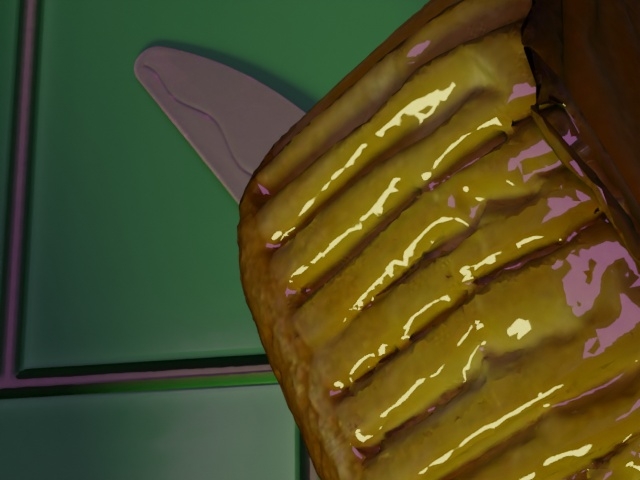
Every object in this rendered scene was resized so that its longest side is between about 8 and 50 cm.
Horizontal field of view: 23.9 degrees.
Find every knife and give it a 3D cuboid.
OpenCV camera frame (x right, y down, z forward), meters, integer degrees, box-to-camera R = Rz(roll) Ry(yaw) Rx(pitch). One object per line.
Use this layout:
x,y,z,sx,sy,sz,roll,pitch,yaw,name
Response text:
0.002,-0.001,0.593,0.058,0.032,0.244,-34,63,0,knife

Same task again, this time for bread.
0.098,0.042,0.452,0.142,0.227,0.253,-32,71,25,bread
